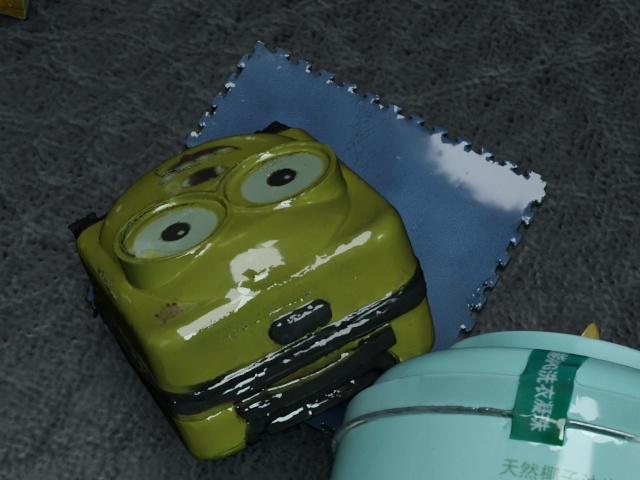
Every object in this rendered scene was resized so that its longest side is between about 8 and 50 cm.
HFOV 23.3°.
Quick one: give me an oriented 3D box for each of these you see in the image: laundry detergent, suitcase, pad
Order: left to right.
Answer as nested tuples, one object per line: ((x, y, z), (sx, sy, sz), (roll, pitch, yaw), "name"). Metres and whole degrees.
((-0.052, 0.019, 1.031), (0.194, 0.143, 0.235), (-26, 31, -13), "suitcase")
((0.000, 0.000, 1.171), (0.269, 0.012, 0.269), (29, 67, 11), "pad")
((0.127, 0.227, 0.921), (0.287, 0.287, 0.305), (13, 66, 4), "laundry detergent")

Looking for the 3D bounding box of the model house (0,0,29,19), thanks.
((-0.298, -0.250, 1.211), (0.149, 0.127, 0.100), (8, 65, -2), "model house")

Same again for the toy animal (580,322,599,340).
((0.200, 0.107, 1.106), (0.081, 0.060, 0.083), (-2, 59, 41), "toy animal")
